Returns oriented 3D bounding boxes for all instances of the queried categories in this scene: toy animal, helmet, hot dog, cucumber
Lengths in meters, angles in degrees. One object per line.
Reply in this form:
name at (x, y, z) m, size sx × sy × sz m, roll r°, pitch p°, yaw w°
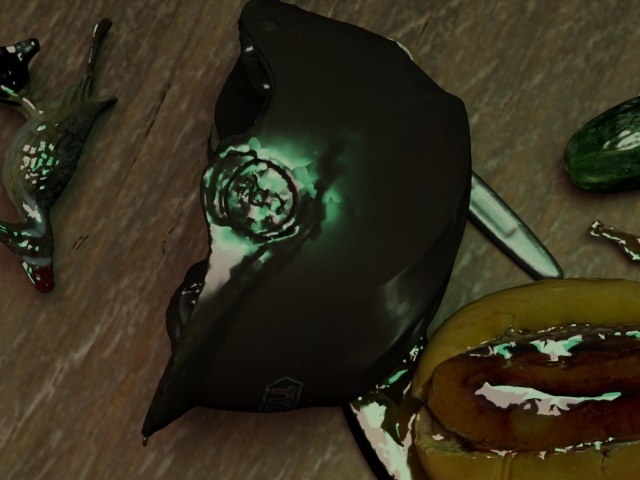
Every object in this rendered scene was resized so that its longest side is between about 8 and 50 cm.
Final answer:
toy animal at (-0.193, -0.063, 1.221) m, size 0.105 × 0.070 × 0.202 m, roll 5°, pitch 72°, yaw -18°
helmet at (0.000, 0.000, 1.128) m, size 0.177 × 0.225 × 0.305 m, roll 13°, pitch 70°, yaw -7°
hot dog at (0.183, 0.085, 1.157) m, size 0.326 × 0.107 × 0.194 m, roll -23°, pitch 82°, yaw -5°
cucumber at (0.283, -0.084, 1.223) m, size 0.241 × 0.074 × 0.074 m, roll -13°, pitch 77°, yaw -2°

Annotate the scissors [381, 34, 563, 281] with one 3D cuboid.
scissors at (0.090, -0.048, 1.242) m, size 0.088 × 0.017 × 0.220 m, roll -42°, pitch 81°, yaw -13°
